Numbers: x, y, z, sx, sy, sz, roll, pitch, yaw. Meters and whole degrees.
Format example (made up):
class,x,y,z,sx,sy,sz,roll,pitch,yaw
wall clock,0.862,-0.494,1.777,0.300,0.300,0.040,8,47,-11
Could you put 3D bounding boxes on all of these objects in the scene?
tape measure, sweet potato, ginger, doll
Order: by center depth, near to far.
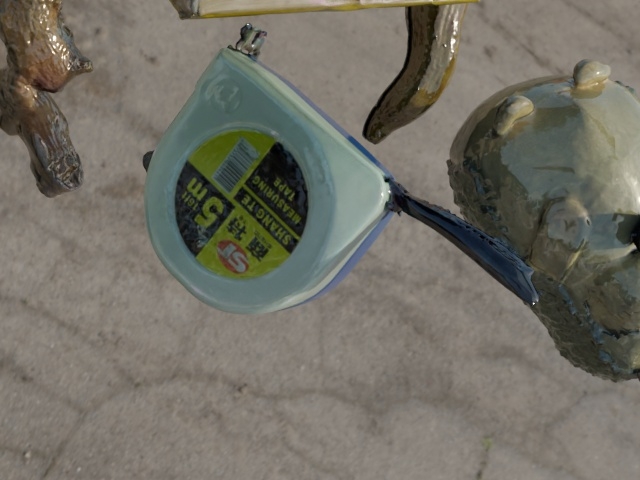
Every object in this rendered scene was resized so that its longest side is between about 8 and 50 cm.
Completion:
class,x,y,z,sx,sy,sz,roll,pitch,yaw
tape measure,0.000,0.000,0.770,0.351,0.215,0.098,43,16,17
sweet potato,0.109,-0.206,0.919,0.062,0.233,0.081,3,18,-46
doll,0.291,-0.012,0.949,0.247,0.247,0.350,-33,104,-45
ginger,-0.328,-0.189,1.034,0.122,0.290,0.084,-2,33,-12

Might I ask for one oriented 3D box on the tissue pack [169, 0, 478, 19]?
class,x,y,z,sx,sy,sz,roll,pitch,yaw
tissue pack,-0.008,-0.271,0.717,0.270,0.134,0.192,-10,41,-25
